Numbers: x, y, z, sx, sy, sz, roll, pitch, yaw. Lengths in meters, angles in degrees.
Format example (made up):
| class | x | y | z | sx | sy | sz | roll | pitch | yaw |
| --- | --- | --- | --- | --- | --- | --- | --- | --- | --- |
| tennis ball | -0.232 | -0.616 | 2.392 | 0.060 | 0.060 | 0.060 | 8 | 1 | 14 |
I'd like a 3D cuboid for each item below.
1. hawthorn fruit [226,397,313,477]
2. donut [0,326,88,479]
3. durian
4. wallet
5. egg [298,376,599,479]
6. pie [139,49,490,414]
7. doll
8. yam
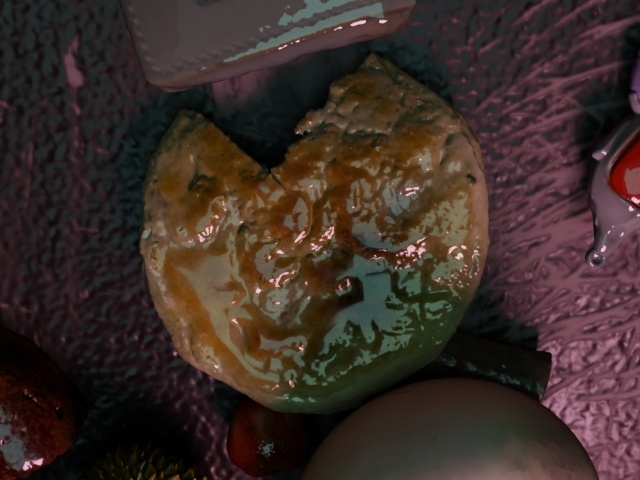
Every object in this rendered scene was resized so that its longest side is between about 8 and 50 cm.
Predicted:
| class | x | y | z | sx | sy | sz | roll | pitch | yaw |
| --- | --- | --- | --- | --- | --- | --- | --- | --- | --- |
| hawthorn fruit | -0.050 | 0.181 | 1.217 | 0.093 | 0.093 | 0.093 | 0 | 107 | -2 |
| donut | -0.327 | 0.141 | 1.177 | 0.144 | 0.126 | 0.187 | -32 | 105 | 0 |
| durian | -0.162 | 0.287 | 1.223 | 0.193 | 0.138 | 0.237 | 38 | 144 | -7 |
| wallet | -0.087 | -0.310 | 1.031 | 0.252 | 0.083 | 0.360 | -17 | 90 | 10 |
| egg | 0.111 | 0.261 | 1.115 | 0.283 | 0.283 | 0.345 | 14 | 140 | -6 |
| pie | 0.000 | 0.000 | 1.137 | 0.337 | 0.075 | 0.338 | 0 | 92 | 5 |
| doll | 0.295 | -0.078 | 1.150 | 0.102 | 0.075 | 0.228 | 21 | 96 | -18 |
| yam | 0.132 | 0.120 | 1.209 | 0.169 | 0.068 | 0.068 | 13 | 106 | -5 |
